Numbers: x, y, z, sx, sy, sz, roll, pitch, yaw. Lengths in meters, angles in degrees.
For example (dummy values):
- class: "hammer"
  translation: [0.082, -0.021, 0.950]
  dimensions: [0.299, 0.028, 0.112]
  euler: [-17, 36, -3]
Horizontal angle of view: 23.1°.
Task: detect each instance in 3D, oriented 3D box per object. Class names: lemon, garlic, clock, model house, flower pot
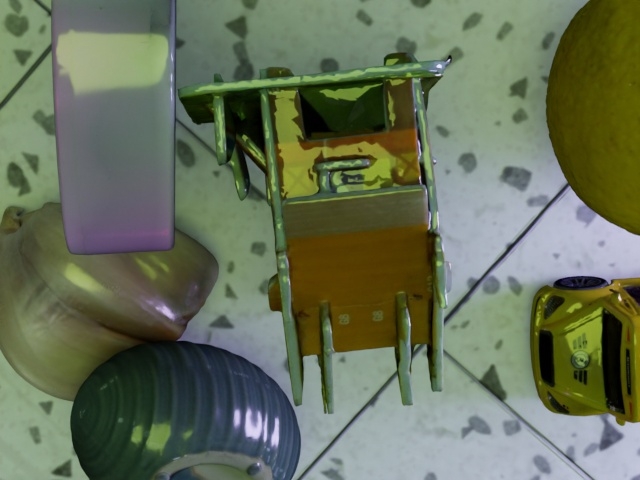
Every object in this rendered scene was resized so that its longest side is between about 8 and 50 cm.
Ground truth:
- class: "lemon"
  translation: [0.344, -0.135, 1.524]
  dimensions: [0.267, 0.267, 0.267]
  euler: [0, 100, -2]
- class: "garlic"
  translation: [-0.243, 0.061, 1.609]
  dimensions: [0.228, 0.110, 0.217]
  euler: [27, 102, -6]
- class: "clock"
  translation: [-0.183, -0.154, 1.453]
  dimensions: [0.102, 0.338, 0.338]
  euler: [0, 100, -4]
- class: "model house"
  translation: [0.000, 0.000, 1.477]
  dimensions: [0.242, 0.357, 0.313]
  euler: [-4, 91, -4]
- class: "flower pot"
  translation: [-0.133, 0.199, 1.585]
  dimensions: [0.243, 0.157, 0.189]
  euler: [15, 117, -33]

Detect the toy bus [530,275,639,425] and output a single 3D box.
- class: "toy bus"
  translation: [0.388, 0.108, 1.612]
  dimensions: [0.331, 0.151, 0.145]
  euler: [-5, 102, -2]
